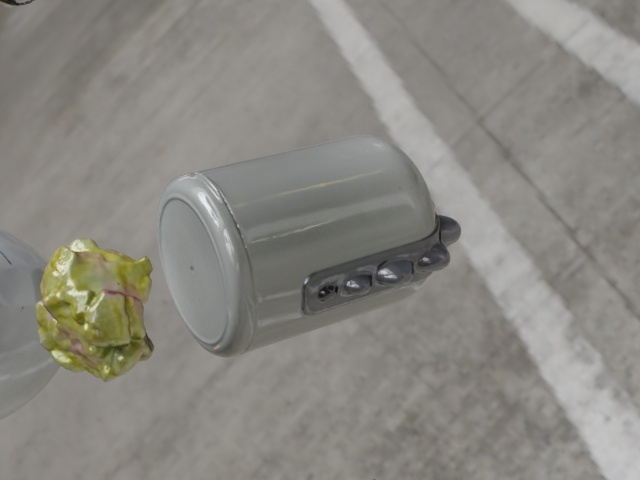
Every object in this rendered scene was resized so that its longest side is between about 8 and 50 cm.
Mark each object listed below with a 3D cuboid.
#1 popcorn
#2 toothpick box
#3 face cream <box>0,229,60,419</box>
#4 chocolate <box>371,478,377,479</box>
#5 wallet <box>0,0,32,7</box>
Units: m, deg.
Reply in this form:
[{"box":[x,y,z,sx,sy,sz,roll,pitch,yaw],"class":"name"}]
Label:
[{"box":[-0.175,0.054,1.258,0.089,0.109,0.097,-36,-6,-48],"class":"popcorn"},{"box":[0.000,0.000,1.818,0.316,0.229,0.229,-15,10,-25],"class":"toothpick box"},{"box":[-0.417,0.095,1.666,0.313,0.219,0.357,-16,-11,6],"class":"face cream"},{"box":[0.034,0.246,0.987,0.133,0.156,0.156,-44,22,5],"class":"chocolate"},{"box":[-0.327,-0.363,1.509,0.068,0.335,0.275,-17,2,-6],"class":"wallet"}]
